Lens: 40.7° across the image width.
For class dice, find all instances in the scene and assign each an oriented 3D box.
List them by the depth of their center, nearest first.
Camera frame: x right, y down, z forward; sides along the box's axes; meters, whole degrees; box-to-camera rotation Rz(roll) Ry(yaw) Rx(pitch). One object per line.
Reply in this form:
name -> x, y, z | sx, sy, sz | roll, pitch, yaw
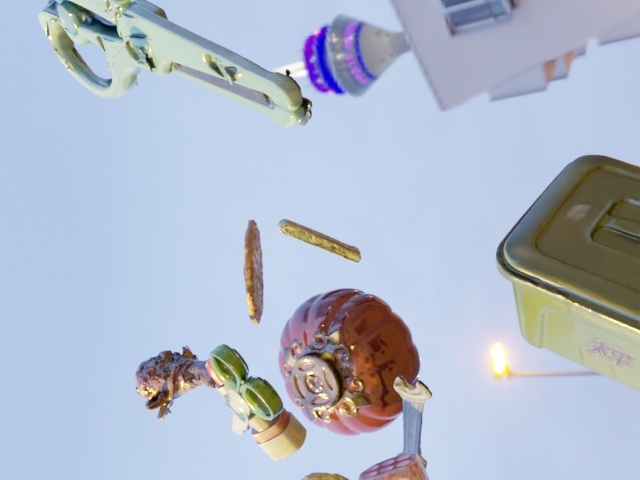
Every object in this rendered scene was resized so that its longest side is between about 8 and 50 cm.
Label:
dice -> 0.109, 0.357, 1.206 | 0.094, 0.093, 0.091 | -7, -104, -84

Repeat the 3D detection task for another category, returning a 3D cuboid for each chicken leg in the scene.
chicken leg -> -0.240, 0.238, 1.509 | 0.080, 0.196, 0.125 | 42, -148, -42

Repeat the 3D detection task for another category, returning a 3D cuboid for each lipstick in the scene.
lipstick -> -0.100, 0.229, 1.230 | 0.186, 0.063, 0.057 | 51, -155, -18

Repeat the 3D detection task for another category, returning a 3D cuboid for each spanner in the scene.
spanner -> 0.164, 0.330, 1.528 | 0.302, 0.071, 0.017 | 83, -150, -46

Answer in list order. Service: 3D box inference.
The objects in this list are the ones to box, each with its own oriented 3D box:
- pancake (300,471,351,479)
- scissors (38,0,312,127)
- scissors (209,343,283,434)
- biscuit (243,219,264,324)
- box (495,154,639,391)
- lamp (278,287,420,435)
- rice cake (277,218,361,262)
pancake -> 0.009, 0.445, 1.484 | 0.022, 0.130, 0.116 | -84, -25, -63
scissors -> -0.148, -0.165, 0.718 | 0.032, 0.393, 0.180 | -38, -42, -26
scissors -> -0.092, 0.187, 1.004 | 0.027, 0.101, 0.204 | -39, -15, -24
biscuit -> -0.074, 0.035, 0.963 | 0.120, 0.015, 0.120 | -3, -90, -89
box -> 0.404, 0.055, 1.047 | 0.253, 0.329, 0.177 | -45, -37, -28
lamp -> 0.057, 0.244, 1.748 | 0.257, 0.303, 0.303 | -23, -76, -52
rice cake -> 0.000, 0.001, 1.865 | 0.208, 0.033, 0.033 | 22, -74, -25
